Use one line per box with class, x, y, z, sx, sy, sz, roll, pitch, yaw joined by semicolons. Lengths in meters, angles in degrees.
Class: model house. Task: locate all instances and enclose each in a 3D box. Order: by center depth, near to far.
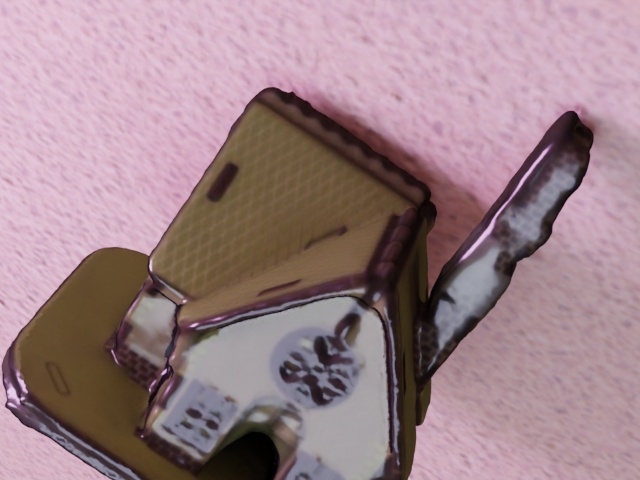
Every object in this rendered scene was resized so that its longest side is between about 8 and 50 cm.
model house;0.000;0.000;0.851;0.218;0.205;0.279;33;115;-3
